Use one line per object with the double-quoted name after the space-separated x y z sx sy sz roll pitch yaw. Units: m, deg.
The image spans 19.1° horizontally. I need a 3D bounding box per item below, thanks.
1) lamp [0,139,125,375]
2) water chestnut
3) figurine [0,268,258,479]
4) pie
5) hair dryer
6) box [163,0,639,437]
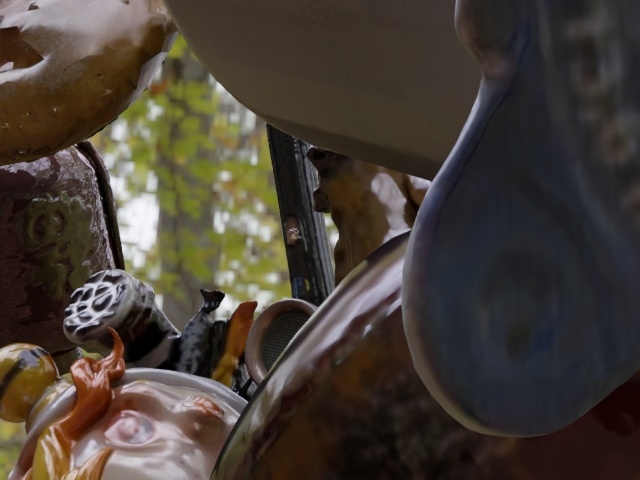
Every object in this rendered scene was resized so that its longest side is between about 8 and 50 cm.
-0.270 0.009 1.764 0.180 0.180 0.258 -11 -79 12 "lamp"
0.089 0.073 0.860 0.302 0.350 0.350 48 -50 12 "water chestnut"
-0.112 0.190 1.385 0.320 0.323 0.196 24 -49 2 "figurine"
-0.234 -0.171 1.488 0.273 0.273 0.069 0 -36 1 "pie"
0.000 0.000 1.376 0.070 0.255 0.128 -20 -24 30 "hair dryer"
0.062 -0.081 0.491 0.206 0.291 0.262 14 -31 53 "box"
